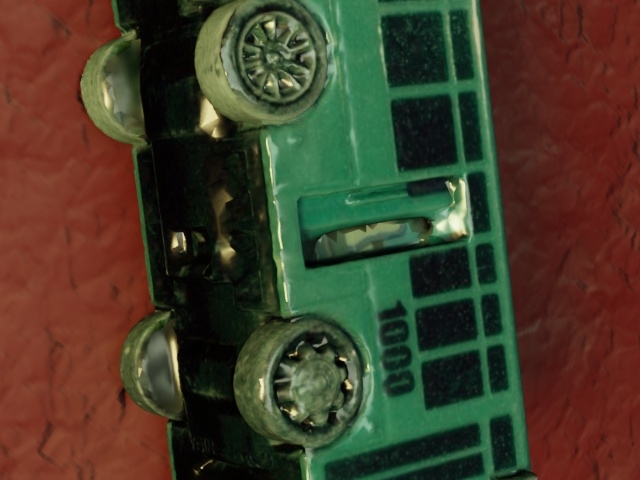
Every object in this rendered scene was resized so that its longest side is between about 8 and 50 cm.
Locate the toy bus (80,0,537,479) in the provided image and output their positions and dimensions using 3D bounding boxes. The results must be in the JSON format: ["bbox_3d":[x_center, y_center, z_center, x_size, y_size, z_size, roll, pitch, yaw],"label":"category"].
[{"bbox_3d":[0.000,0.000,0.564,0.147,0.128,0.256,-10,95,-32],"label":"toy bus"}]
